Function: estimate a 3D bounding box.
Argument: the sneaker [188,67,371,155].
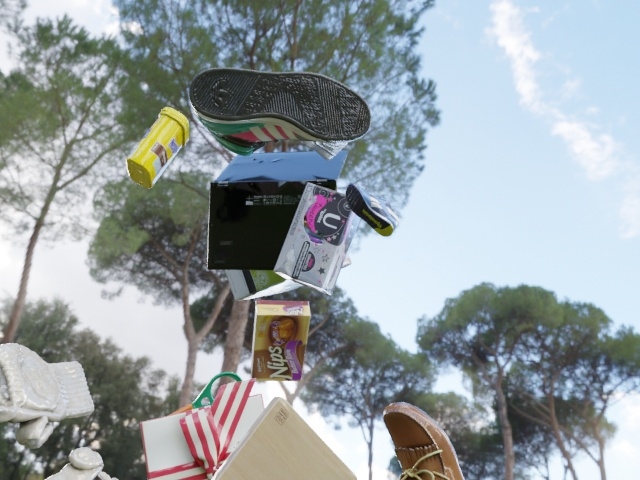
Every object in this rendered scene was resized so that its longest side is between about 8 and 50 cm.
[{"bbox_3d":[-0.075,-0.209,0.952,0.295,0.123,0.178,7,-4,-12],"label":"sneaker"}]

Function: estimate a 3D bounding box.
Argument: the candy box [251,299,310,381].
[{"bbox_3d":[-0.086,0.211,1.145,0.109,0.053,0.186,3,-59,-10],"label":"candy box"}]

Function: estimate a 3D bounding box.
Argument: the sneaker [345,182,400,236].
[{"bbox_3d":[0.113,-0.071,1.193,0.144,0.059,0.053,47,-40,9],"label":"sneaker"}]

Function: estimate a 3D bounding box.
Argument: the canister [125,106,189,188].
[{"bbox_3d":[-0.396,-0.223,1.345,0.073,0.170,0.126,29,-24,-1],"label":"canister"}]

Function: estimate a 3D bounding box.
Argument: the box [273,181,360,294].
[{"bbox_3d":[0.000,0.000,1.446,0.142,0.247,0.163,18,-8,13],"label":"box"}]

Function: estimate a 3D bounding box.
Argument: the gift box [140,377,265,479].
[{"bbox_3d":[-0.188,0.421,1.056,0.276,0.255,0.258,-15,-16,-15],"label":"gift box"}]

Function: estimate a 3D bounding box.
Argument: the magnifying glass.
[{"bbox_3d":[-0.304,0.418,1.420,0.092,0.231,0.026,64,-15,-4],"label":"magnifying glass"}]

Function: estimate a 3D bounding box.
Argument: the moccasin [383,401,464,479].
[{"bbox_3d":[0.248,0.560,1.300,0.139,0.147,0.380,-15,-80,39],"label":"moccasin"}]

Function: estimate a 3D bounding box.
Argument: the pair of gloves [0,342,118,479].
[{"bbox_3d":[-0.287,0.221,0.593,0.042,0.240,0.204,-29,-23,3],"label":"pair of gloves"}]

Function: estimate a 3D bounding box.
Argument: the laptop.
[{"bbox_3d":[-0.120,-0.105,1.697,0.382,0.408,0.236,0,-6,11],"label":"laptop"}]

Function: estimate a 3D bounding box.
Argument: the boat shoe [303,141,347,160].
[{"bbox_3d":[0.002,-0.289,1.471,0.088,0.096,0.267,-33,-23,14],"label":"boat shoe"}]

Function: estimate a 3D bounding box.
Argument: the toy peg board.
[{"bbox_3d":[-0.064,0.302,0.666,0.161,0.160,0.079,51,-35,-16],"label":"toy peg board"}]

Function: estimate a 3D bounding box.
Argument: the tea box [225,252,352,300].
[{"bbox_3d":[-0.123,0.053,1.993,0.323,0.220,0.329,-26,-11,31],"label":"tea box"}]
